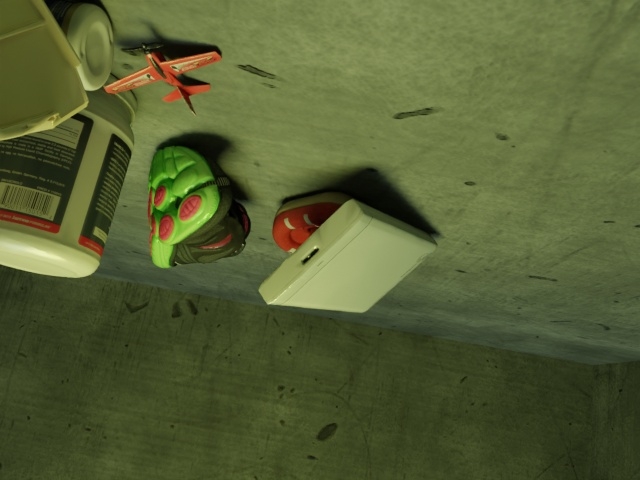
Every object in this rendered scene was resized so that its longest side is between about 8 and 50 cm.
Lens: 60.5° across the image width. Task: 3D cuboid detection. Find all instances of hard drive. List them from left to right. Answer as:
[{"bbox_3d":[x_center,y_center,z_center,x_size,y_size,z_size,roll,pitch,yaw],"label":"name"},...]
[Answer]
[{"bbox_3d":[0.071,0.047,1.052,0.233,0.047,0.353,-44,153,17],"label":"hard drive"}]

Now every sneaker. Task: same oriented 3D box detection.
[{"bbox_3d":[-0.230,-0.059,1.075,0.202,0.185,0.483,-4,172,-19],"label":"sneaker"}]

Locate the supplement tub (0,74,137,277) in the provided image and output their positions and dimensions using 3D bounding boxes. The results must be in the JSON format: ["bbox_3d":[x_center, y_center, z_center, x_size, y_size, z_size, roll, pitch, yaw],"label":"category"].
[{"bbox_3d":[-0.376,-0.098,0.769,0.191,0.272,0.191,10,164,3],"label":"supplement tub"}]

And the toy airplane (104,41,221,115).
[{"bbox_3d":[-0.187,-0.206,0.695,0.151,0.028,0.151,-12,162,-4],"label":"toy airplane"}]

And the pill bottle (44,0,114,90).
[{"bbox_3d":[-0.332,-0.228,0.617,0.170,0.094,0.094,10,164,2],"label":"pill bottle"}]

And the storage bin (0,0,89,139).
[{"bbox_3d":[-0.390,-0.201,0.500,0.262,0.123,0.260,-1,128,33],"label":"storage bin"}]

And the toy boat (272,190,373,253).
[{"bbox_3d":[0.000,0.000,1.093,0.151,0.151,0.231,23,160,-36],"label":"toy boat"}]
